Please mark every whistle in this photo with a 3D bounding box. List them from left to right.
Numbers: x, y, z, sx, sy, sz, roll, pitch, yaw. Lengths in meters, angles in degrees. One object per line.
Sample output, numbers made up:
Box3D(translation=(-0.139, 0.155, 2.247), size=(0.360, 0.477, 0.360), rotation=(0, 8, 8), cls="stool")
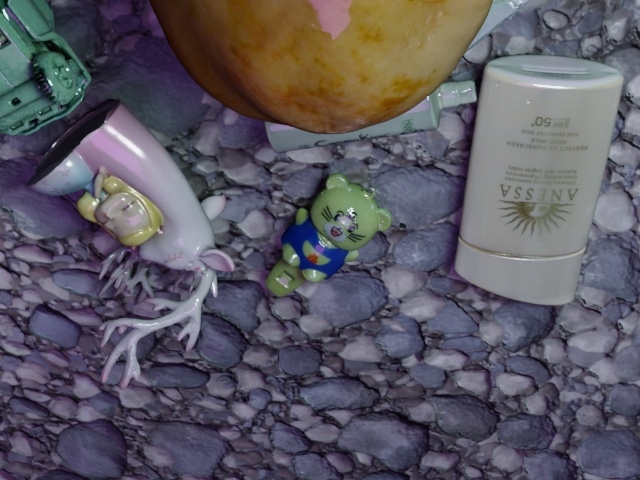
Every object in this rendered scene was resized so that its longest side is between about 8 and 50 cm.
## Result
Box3D(translation=(0.000, 0.000, 1.839), size=(0.105, 0.085, 0.227), rotation=(40, 121, -9), cls="whistle")

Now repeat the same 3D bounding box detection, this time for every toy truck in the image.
Box3D(translation=(-0.408, -0.257, 1.667), size=(0.155, 0.156, 0.279), rotation=(-24, 119, 22), cls="toy truck")

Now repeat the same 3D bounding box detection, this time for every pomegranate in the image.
Box3D(translation=(0.009, -0.301, 1.445), size=(0.412, 0.411, 0.411), rotation=(4, 125, 5), cls="pomegranate")

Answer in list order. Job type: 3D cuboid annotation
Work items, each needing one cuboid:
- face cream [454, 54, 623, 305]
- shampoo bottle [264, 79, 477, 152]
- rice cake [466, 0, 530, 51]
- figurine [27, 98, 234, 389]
Box3D(translation=(0.270, -0.068, 1.756), size=(0.174, 0.081, 0.348), rotation=(4, 125, -2), cls="face cream")
Box3D(translation=(0.063, -0.168, 1.713), size=(0.262, 0.085, 0.085), rotation=(-7, 124, 12), cls="shampoo bottle")
Box3D(translation=(0.116, -0.280, 1.613), size=(0.189, 0.037, 0.198), rotation=(48, 116, 9), cls="rice cake")
Box3D(translation=(-0.248, -0.005, 1.820), size=(0.284, 0.206, 0.315), rotation=(-37, 107, 22), cls="figurine")
